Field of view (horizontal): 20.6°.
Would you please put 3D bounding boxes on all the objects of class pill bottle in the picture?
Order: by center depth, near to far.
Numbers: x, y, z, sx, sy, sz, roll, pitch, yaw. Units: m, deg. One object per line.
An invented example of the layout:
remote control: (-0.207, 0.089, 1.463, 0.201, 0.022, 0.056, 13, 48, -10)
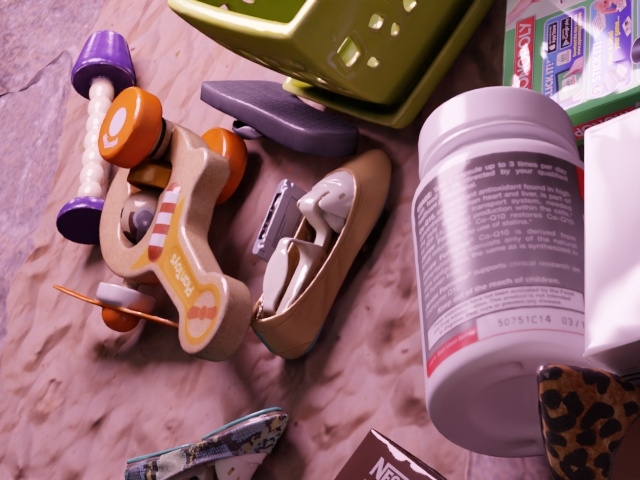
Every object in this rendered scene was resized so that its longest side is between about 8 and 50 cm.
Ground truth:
pill bottle: (0.158, 0.020, 1.444, 0.161, 0.161, 0.283, -26, 46, 28)

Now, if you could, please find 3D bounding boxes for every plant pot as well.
plant pot: (0.027, -0.245, 1.731, 0.228, 0.207, 0.227, 24, 77, 50)

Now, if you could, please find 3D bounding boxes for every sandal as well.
sandal: (-0.053, -0.119, 1.813, 0.254, 0.097, 0.054, 36, 123, 56)

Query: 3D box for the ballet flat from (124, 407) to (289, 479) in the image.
ballet flat: (-0.100, 0.211, 1.638, 0.188, 0.070, 0.070, -24, 46, 32)

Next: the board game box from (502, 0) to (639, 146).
board game box: (0.270, -0.238, 1.622, 0.213, 0.046, 0.317, -19, 49, 35)

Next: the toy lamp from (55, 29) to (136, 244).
toy lamp: (-0.254, -0.127, 2.021, 0.080, 0.080, 0.274, -25, 48, 29)

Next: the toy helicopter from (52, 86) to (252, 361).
toy helicopter: (-0.155, 0.020, 1.762, 0.235, 0.140, 0.355, -56, 33, 15)

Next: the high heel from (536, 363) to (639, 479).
high heel: (0.259, 0.168, 1.157, 0.186, 0.261, 0.093, 14, 63, 51)

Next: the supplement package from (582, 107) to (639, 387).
supplement package: (0.304, 0.022, 1.258, 0.149, 0.203, 0.194, -21, 50, 37)

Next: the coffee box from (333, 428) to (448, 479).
coffee box: (0.032, 0.294, 1.405, 0.246, 0.098, 0.141, -54, 39, -3)

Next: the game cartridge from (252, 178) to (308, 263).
game cartridge: (-0.031, -0.011, 1.732, 0.017, 0.056, 0.083, -3, 59, 52)

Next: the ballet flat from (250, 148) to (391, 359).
ballet flat: (0.000, 0.000, 1.680, 0.080, 0.073, 0.232, 2, 63, 47)
